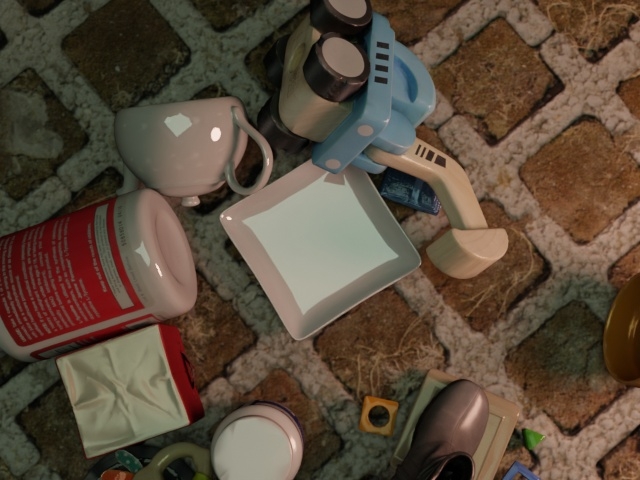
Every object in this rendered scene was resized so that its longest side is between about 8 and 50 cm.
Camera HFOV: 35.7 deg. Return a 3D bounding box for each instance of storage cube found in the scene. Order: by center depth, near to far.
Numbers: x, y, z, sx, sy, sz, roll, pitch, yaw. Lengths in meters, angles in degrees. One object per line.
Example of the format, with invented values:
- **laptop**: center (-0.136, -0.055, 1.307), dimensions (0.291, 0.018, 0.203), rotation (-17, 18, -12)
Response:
- **storage cube**: center (-0.326, 0.259, 1.720), dimensions (0.215, 0.193, 0.183), rotation (-18, 84, -2)

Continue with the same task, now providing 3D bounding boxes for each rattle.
- **rattle**: center (-0.262, 0.428, 1.746), dimensions (0.200, 0.143, 0.130), rotation (-13, 68, 19)

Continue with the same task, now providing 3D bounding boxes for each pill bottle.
- **pill bottle**: center (-0.105, 0.350, 1.671), dimensions (0.153, 0.264, 0.153), rotation (0, 84, 1)
- **pill bottle**: center (-0.439, 0.075, 1.709), dimensions (0.408, 0.229, 0.228), rotation (-18, 84, 8)

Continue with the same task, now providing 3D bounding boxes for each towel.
- **towel**: center (0.171, -0.095, 1.835), dimensions (0.120, 0.029, 0.067), rotation (20, 84, 3)

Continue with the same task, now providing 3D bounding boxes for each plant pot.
- **plant pot**: center (0.631, 0.173, 1.732), dimensions (0.188, 0.205, 0.205), rotation (17, 84, -14)

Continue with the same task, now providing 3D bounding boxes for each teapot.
- **teapot**: center (-0.234, -0.153, 1.750), dimensions (0.253, 0.256, 0.187), rotation (-9, 98, -15)

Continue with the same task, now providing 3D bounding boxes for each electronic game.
- **electronic game**: center (-0.322, 0.481, 1.767), dimensions (0.230, 0.048, 0.229), rotation (1, 80, -7)

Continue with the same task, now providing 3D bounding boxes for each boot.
- **boot**: center (0.207, 0.364, 1.622), dimensions (0.118, 0.222, 0.338), rotation (35, 69, -1)

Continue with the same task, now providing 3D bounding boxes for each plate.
- **plate**: center (0.000, 0.000, 1.819), dimensions (0.277, 0.045, 0.278), rotation (-32, 84, -4)

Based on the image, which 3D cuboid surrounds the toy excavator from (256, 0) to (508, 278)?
- **toy excavator**: center (0.131, -0.186, 1.740), dimensions (0.445, 0.222, 0.432), rotation (20, 52, -22)

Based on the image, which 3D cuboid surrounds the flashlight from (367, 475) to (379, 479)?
- **flashlight**: center (-0.001, 0.535, 1.733), dimensions (0.304, 0.103, 0.103), rotation (-33, 87, -4)

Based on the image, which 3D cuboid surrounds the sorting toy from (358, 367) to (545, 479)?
- **sorting toy**: center (0.238, 0.350, 1.780), dimensions (0.348, 0.047, 0.195), rotation (24, 80, 3)
